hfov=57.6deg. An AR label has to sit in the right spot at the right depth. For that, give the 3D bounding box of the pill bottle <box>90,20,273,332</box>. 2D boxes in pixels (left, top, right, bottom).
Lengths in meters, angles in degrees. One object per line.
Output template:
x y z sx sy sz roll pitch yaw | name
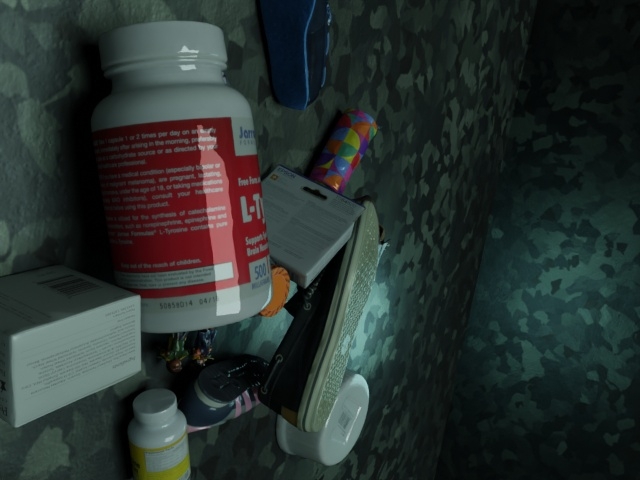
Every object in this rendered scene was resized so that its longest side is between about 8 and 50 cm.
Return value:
-0.202 -0.090 0.850 0.229 0.229 0.407 -19 106 -55 | pill bottle

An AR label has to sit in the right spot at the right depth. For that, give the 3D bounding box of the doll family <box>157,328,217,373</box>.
-0.243 0.200 1.089 0.193 0.076 0.111 19 81 -62 | doll family

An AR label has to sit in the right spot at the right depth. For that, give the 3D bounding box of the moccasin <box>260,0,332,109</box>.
-0.044 -0.429 1.126 0.117 0.138 0.341 -48 154 -45 | moccasin

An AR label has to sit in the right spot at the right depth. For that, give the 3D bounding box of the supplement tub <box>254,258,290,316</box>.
-0.158 0.070 1.057 0.117 0.191 0.116 -29 125 -51 | supplement tub

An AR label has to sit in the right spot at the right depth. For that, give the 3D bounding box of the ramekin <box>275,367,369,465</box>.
0.016 0.460 1.559 0.277 0.135 0.277 -30 127 -51 | ramekin

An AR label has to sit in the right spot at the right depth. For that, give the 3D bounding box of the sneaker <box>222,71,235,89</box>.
-0.184 -0.260 1.014 0.098 0.083 0.223 -76 161 -44 | sneaker

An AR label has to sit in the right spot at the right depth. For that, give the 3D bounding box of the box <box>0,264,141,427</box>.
-0.362 0.123 0.755 0.182 0.181 0.119 -19 117 -55 | box

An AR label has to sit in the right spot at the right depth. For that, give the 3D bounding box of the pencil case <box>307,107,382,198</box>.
0.055 -0.203 1.385 0.236 0.105 0.104 -60 146 -22 | pencil case

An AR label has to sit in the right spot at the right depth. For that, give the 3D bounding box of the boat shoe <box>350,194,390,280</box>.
0.115 0.014 1.469 0.130 0.132 0.355 -29 150 -6 | boat shoe

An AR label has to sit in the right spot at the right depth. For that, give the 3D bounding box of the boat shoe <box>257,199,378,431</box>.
0.004 0.135 1.214 0.187 0.156 0.499 53 54 -64 | boat shoe

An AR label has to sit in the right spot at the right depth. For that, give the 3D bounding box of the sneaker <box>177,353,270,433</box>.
-0.192 0.322 1.224 0.131 0.112 0.319 -49 157 12 | sneaker

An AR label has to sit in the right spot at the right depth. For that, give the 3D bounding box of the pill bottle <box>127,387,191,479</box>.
-0.291 0.364 1.048 0.103 0.103 0.184 -28 125 -51 | pill bottle

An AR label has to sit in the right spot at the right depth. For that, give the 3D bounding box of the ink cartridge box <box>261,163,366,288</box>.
-0.058 -0.036 1.149 0.224 0.223 0.045 -47 156 -36 | ink cartridge box
